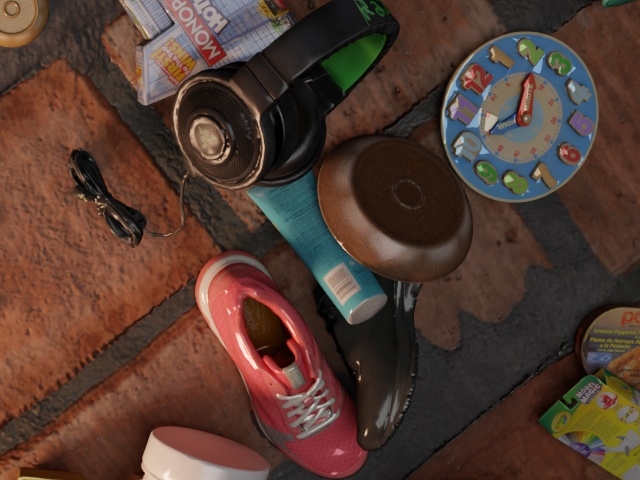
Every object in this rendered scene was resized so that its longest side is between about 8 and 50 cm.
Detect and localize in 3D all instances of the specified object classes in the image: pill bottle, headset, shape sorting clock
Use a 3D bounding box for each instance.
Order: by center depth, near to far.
[{"bbox_3d":[-0.094,-0.143,1.654,0.394,0.243,0.185,-42,82,14],"label":"headset"},{"bbox_3d":[-0.173,0.392,1.730,0.188,0.188,0.334,17,95,-16],"label":"pill bottle"},{"bbox_3d":[0.240,-0.146,1.819,0.206,0.040,0.206,-2,100,-14],"label":"shape sorting clock"}]

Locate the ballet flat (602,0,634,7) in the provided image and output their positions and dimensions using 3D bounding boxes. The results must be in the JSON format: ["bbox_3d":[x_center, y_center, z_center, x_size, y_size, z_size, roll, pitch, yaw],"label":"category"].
[{"bbox_3d":[0.473,-0.369,1.818,0.342,0.116,0.124,-12,83,-8],"label":"ballet flat"}]

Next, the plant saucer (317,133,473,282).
[{"bbox_3d":[0.094,-0.047,1.740,0.198,0.036,0.199,13,55,-20],"label":"plant saucer"}]

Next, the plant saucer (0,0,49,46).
[{"bbox_3d":[-0.339,-0.253,1.665,0.083,0.015,0.083,-3,101,-14],"label":"plant saucer"}]

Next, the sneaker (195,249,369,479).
[{"bbox_3d":[-0.040,0.162,1.751,0.116,0.136,0.314,-34,106,-6],"label":"sneaker"}]

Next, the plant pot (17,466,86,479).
[{"bbox_3d":[-0.312,0.299,1.732,0.081,0.083,0.081,8,97,-15],"label":"plant pot"}]

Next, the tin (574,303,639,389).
[{"bbox_3d":[0.410,0.133,1.914,0.189,0.040,0.106,4,102,-14],"label":"tin"}]

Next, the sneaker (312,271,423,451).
[{"bbox_3d":[0.052,0.102,1.766,0.130,0.109,0.286,7,71,-5],"label":"sneaker"}]

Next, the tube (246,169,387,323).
[{"bbox_3d":[0.000,0.000,1.732,0.080,0.052,0.207,-28,65,-12],"label":"tube"}]

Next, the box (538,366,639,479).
[{"bbox_3d":[0.368,0.233,1.897,0.179,0.043,0.105,33,118,-19],"label":"box"}]

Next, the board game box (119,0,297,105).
[{"bbox_3d":[-0.150,-0.249,1.692,0.194,0.060,0.194,-37,106,-6],"label":"board game box"}]
